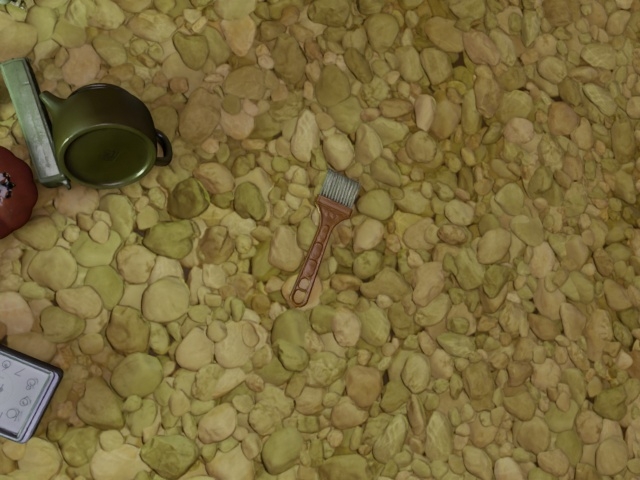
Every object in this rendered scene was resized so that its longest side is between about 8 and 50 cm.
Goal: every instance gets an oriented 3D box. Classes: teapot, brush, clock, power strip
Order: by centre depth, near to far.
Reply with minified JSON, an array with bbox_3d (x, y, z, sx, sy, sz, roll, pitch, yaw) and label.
[{"bbox_3d":[-0.593,0.270,1.183,0.193,0.073,0.145,26,77,-13],"label":"clock"},{"bbox_3d":[-0.545,-0.221,1.243,0.052,0.078,0.272,-18,90,-11],"label":"power strip"},{"bbox_3d":[-0.404,-0.216,1.245,0.267,0.185,0.175,16,46,-44],"label":"teapot"},{"bbox_3d":[0.000,0.000,1.415,0.090,0.017,0.315,23,79,-13],"label":"brush"}]

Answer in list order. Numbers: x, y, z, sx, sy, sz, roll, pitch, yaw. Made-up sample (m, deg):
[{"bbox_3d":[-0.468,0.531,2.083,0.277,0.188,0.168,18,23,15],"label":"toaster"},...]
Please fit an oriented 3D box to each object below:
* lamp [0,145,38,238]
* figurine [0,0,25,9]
[{"bbox_3d":[-0.613,-0.089,1.179,0.182,0.140,0.182,2,84,-21],"label":"lamp"},{"bbox_3d":[-0.629,-0.512,1.236,0.153,0.132,0.132,22,79,-26],"label":"figurine"}]
